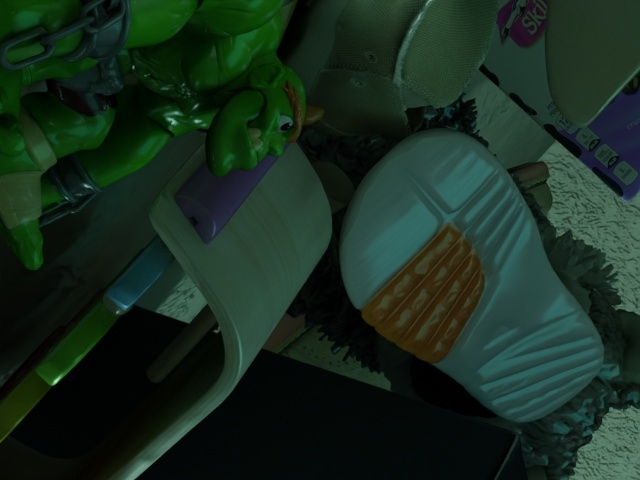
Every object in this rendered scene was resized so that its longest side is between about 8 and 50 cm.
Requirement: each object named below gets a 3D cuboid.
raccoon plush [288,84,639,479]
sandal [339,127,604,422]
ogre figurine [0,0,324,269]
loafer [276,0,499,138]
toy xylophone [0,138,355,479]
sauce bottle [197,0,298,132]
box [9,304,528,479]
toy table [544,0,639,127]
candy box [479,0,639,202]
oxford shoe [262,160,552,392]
[{"bbox_3d":[0.126,0.009,1.142,0.216,0.299,0.446,-51,172,25],"label":"raccoon plush"},{"bbox_3d":[0.072,0.018,0.857,0.102,0.076,0.265,-38,140,2],"label":"sandal"},{"bbox_3d":[-0.067,-0.060,0.537,0.118,0.097,0.197,-27,151,-15],"label":"ogre figurine"},{"bbox_3d":[0.039,-0.117,0.705,0.268,0.092,0.101,131,-26,-73],"label":"loafer"},{"bbox_3d":[-0.101,0.054,0.782,0.323,0.081,0.236,-44,-173,27],"label":"toy xylophone"},{"bbox_3d":[-0.040,-0.090,0.701,0.042,0.042,0.128,-43,173,-30],"label":"sauce bottle"},{"bbox_3d":[-0.019,0.220,0.976,0.182,0.296,0.294,-56,147,-29],"label":"box"},{"bbox_3d":[0.155,-0.198,0.771,0.252,0.161,0.274,-50,173,24],"label":"toy table"},{"bbox_3d":[0.196,-0.152,1.080,0.165,0.196,0.070,-49,173,16],"label":"candy box"},{"bbox_3d":[0.058,0.073,1.405,0.397,0.146,0.140,-34,-178,-4],"label":"oxford shoe"}]
